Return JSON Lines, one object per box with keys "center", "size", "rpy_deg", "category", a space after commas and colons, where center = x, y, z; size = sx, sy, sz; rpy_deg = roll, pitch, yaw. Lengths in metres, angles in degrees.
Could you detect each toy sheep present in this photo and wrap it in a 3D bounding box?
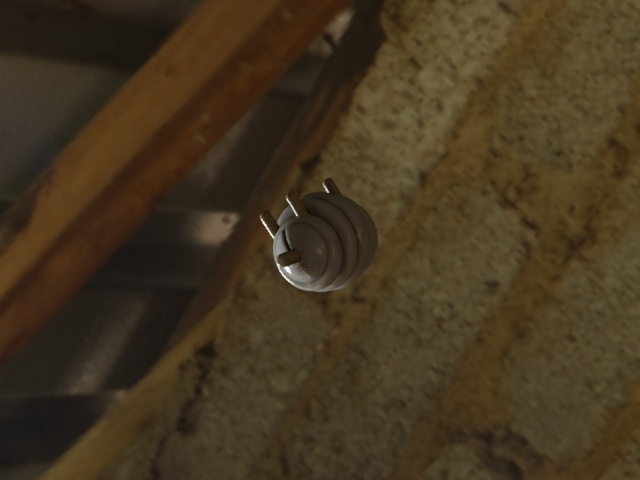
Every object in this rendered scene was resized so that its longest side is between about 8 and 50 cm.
{"center": [0.000, 0.000, 1.111], "size": [0.132, 0.091, 0.091], "rpy_deg": [-25, -35, -52], "category": "toy sheep"}
